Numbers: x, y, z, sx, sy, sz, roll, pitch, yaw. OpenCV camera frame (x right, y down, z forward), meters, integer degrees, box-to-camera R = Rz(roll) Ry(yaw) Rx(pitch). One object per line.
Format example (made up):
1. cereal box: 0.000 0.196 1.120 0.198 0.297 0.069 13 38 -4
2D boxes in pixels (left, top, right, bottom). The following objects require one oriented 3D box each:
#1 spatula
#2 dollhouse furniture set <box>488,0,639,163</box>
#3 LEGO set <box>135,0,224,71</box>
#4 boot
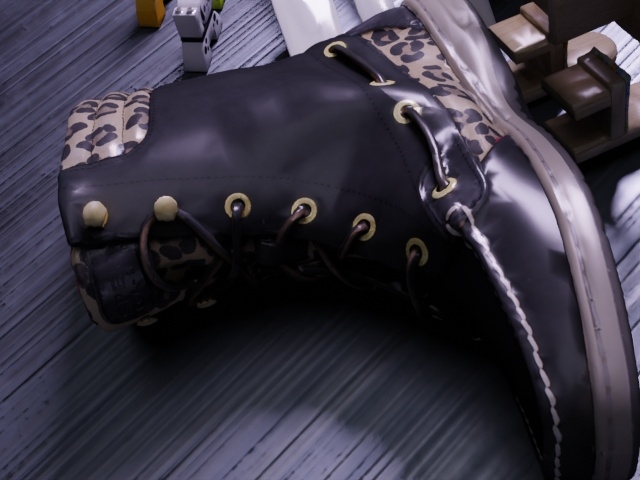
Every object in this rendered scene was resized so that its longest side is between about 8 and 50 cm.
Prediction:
1. spatula: 0.031 -0.246 0.779 0.168 0.019 0.242 -16 67 -3
2. dollhouse furniture set: 0.183 -0.220 0.646 0.161 0.212 0.242 -23 46 -7
3. LEGO set: -0.117 -0.256 0.803 0.087 0.093 0.227 3 55 13
4. boot: 0.000 0.000 0.568 0.284 0.138 0.377 -14 49 -1
